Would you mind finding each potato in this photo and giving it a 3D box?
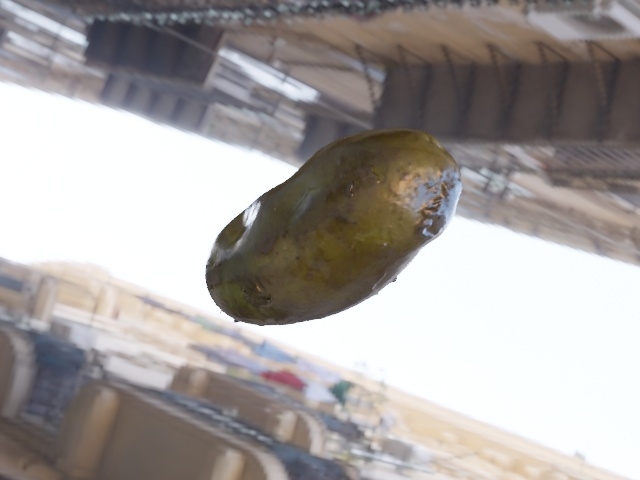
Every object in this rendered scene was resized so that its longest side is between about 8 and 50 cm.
[{"bbox_3d":[0.000,0.000,0.420,0.092,0.045,0.046,-30,-156,33],"label":"potato"}]
